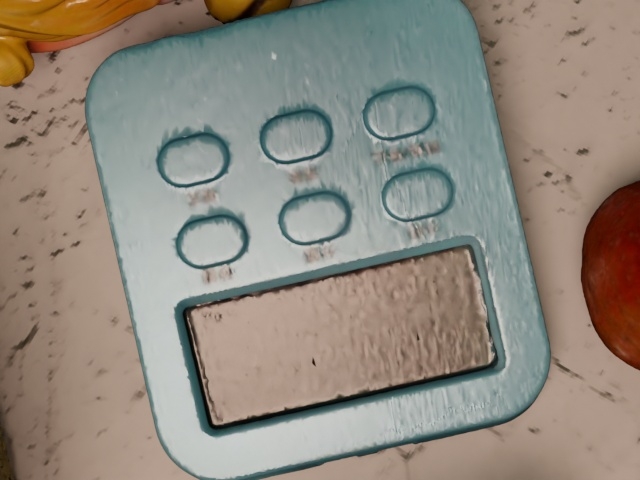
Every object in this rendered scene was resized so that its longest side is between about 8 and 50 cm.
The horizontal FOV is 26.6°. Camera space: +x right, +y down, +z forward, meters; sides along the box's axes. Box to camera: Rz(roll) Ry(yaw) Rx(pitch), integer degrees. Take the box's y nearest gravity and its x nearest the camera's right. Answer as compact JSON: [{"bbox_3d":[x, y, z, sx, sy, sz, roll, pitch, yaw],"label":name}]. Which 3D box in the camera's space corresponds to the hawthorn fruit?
[{"bbox_3d":[0.204,0.011,0.741,0.125,0.140,0.125,-8,45,8],"label":"hawthorn fruit"}]

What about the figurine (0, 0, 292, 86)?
[{"bbox_3d":[-0.141,-0.239,0.775,0.323,0.196,0.320,-43,119,-16],"label":"figurine"}]

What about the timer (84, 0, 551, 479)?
[{"bbox_3d":[0.000,0.000,0.771,0.231,0.091,0.250,-14,81,0],"label":"timer"}]

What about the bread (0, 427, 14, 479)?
[{"bbox_3d":[-0.292,0.124,0.684,0.279,0.248,0.315,-29,74,-5],"label":"bread"}]
